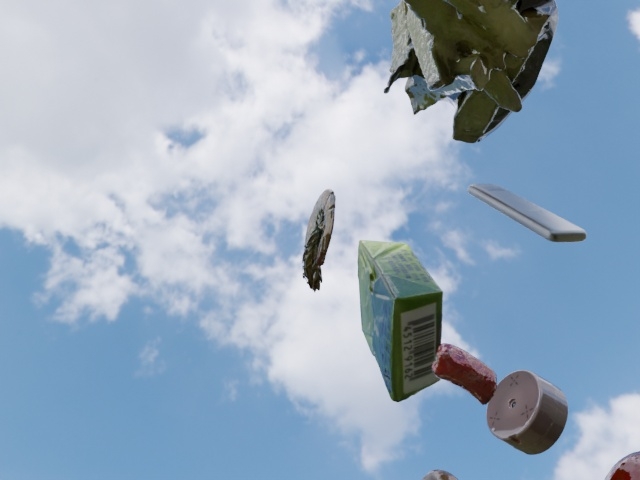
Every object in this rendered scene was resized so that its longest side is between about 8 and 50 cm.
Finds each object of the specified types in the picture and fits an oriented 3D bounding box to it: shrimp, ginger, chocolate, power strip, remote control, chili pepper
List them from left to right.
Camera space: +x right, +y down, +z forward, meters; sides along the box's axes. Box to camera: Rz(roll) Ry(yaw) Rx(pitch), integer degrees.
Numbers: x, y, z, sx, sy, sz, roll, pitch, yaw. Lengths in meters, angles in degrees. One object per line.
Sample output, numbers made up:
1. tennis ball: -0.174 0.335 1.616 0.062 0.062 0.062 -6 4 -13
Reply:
1. shrimp: 0.003 0.001 1.226 0.053 0.133 0.236 11 -90 -26
2. chocolate: 0.191 0.181 1.352 0.136 0.289 0.301 -8 -62 -9
3. ginger: 0.200 -0.356 0.965 0.211 0.358 0.414 -31 -38 -26
4. chili pepper: 0.263 0.242 1.015 0.123 0.070 0.073 30 -106 -2
5. remote control: 0.335 -0.048 0.925 0.067 0.261 0.029 -1 -68 -15
6. power strip: 0.408 0.337 1.092 0.078 0.154 0.154 31 -63 -12

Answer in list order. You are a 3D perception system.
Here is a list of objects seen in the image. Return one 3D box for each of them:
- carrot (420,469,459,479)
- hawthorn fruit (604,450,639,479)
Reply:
1. carrot: 0.137 0.259 0.438 0.047 0.191 0.047 -8 -67 -19
2. hawthorn fruit: 0.545 0.433 0.871 0.215 0.250 0.215 19 -20 7
